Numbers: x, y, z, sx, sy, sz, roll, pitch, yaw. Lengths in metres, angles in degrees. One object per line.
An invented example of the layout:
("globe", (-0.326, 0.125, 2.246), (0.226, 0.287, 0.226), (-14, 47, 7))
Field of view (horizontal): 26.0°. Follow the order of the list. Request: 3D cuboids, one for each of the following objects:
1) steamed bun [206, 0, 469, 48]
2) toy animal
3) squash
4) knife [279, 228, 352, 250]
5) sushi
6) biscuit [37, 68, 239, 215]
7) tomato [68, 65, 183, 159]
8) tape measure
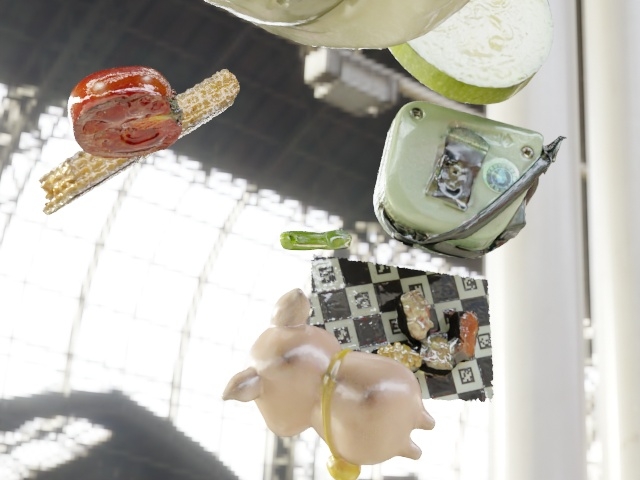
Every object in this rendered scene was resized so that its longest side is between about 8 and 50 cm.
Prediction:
("steamed bun", (0.007, -0.317, 1.205), (0.339, 0.352, 0.247), (23, -29, -2))
("toy animal", (0.020, 0.193, 1.706), (0.248, 0.165, 0.149), (25, -33, 7))
("squash", (0.193, -0.304, 1.858), (0.252, 0.252, 0.049), (11, -28, -15))
("knife", (0.000, 0.000, 1.393), (0.026, 0.022, 0.184), (-27, -10, 20))
("sushi", (0.121, 0.121, 1.859), (0.279, 0.192, 0.043), (9, -19, -22))
("biscuit", (-0.257, -0.147, 2.000), (0.094, 0.378, 0.054), (-28, -83, 47))
("tomato", (-0.244, -0.173, 1.722), (0.139, 0.091, 0.159), (-16, -20, 4))
("tape measure", (0.196, -0.071, 1.854), (0.235, 0.207, 0.115), (15, -22, -3))
